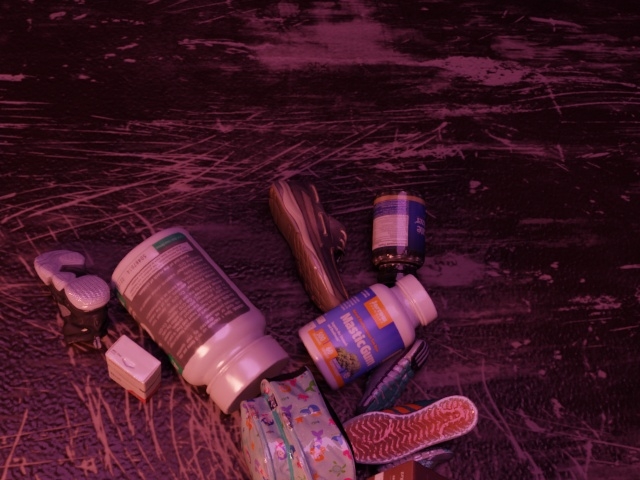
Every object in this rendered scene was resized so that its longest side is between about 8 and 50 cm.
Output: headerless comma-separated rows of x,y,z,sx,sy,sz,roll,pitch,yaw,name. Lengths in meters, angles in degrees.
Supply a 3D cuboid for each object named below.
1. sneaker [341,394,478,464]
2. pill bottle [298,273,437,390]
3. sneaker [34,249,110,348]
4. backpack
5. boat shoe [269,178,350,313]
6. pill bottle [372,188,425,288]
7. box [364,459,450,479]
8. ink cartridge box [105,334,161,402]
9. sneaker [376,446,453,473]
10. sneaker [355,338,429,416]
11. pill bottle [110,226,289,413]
0.171,0.394,1.628,0.302,0.121,0.108,-12,75,-4,sneaker
0.103,0.185,1.660,0.272,0.152,0.152,-31,71,-6,pill bottle
-0.518,0.125,1.640,0.101,0.153,0.269,-15,29,-35,sneaker
-0.041,0.395,1.487,0.191,0.225,0.253,-19,46,-25,backpack
0.000,0.000,1.789,0.130,0.132,0.355,-17,68,-19,boat shoe
0.180,0.001,1.818,0.123,0.123,0.219,5,74,-8,pill bottle
0.253,0.567,1.423,0.381,0.143,0.191,32,42,-24,box
-0.371,0.258,1.576,0.099,0.135,0.056,35,61,8,ink cartridge box
0.198,0.474,1.623,0.167,0.065,0.076,-12,82,-13,sneaker
0.135,0.291,1.706,0.098,0.083,0.224,26,60,39,sneaker
-0.244,0.163,1.613,0.204,0.204,0.361,-36,73,-25,pill bottle
